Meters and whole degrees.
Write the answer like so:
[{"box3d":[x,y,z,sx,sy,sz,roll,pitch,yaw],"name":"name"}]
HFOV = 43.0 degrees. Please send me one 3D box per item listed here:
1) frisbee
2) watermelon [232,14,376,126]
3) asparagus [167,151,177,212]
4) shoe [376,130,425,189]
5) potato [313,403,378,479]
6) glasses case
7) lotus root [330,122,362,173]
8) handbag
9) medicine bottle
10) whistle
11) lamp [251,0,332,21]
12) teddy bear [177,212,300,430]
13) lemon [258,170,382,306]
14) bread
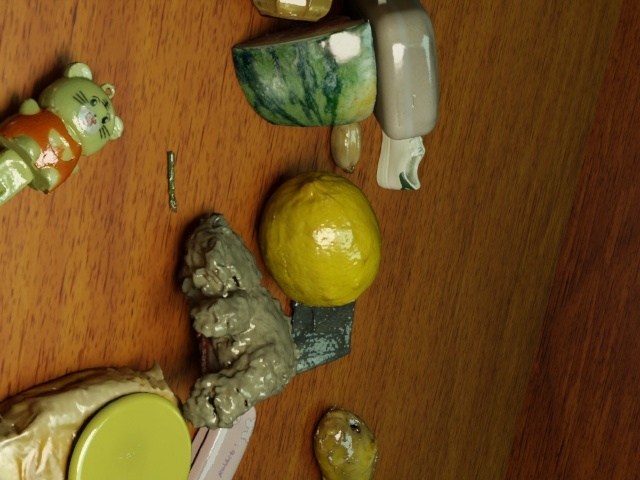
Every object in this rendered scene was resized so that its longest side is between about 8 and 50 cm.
[{"box3d":[-0.294,0.359,1.288,0.236,0.017,0.236,-1,92,-48],"name":"frisbee"},{"box3d":[-0.020,-0.335,1.540,0.201,0.261,0.213,-84,167,-47],"name":"watermelon"},{"box3d":[-0.262,-0.101,1.437,0.015,0.014,0.114,-12,116,-33],"name":"asparagus"},{"box3d":[0.208,-0.244,1.938,0.095,0.110,0.265,-18,121,-48],"name":"shoe"},{"box3d":[0.066,0.541,2.053,0.173,0.140,0.300,-40,135,-28],"name":"potato"},{"box3d":[-0.226,0.462,1.675,0.113,0.075,0.297,39,72,-51],"name":"glasses case"},{"box3d":[0.056,-0.220,1.781,0.073,0.062,0.151,-13,115,-26],"name":"lotus root"},{"box3d":[-0.004,0.178,1.863,0.175,0.088,0.271,-6,109,-44],"name":"handbag"},{"box3d":[0.137,-0.370,1.597,0.122,0.375,0.282,-11,123,-2],"name":"medicine bottle"},{"box3d":[-0.394,-0.138,1.159,0.288,0.106,0.131,-50,133,-29],"name":"whistle"},{"box3d":[-0.046,-0.487,1.449,0.161,0.161,0.185,-10,111,-52],"name":"lamp"},{"box3d":[-0.178,0.136,1.493,0.357,0.224,0.368,91,-23,-88],"name":"teddy bear"},{"box3d":[0.000,-0.002,1.636,0.261,0.260,0.284,-61,150,-16],"name":"lemon"},{"box3d":[-0.405,0.340,1.315,0.388,0.183,0.236,-8,96,-46],"name":"bread"}]
